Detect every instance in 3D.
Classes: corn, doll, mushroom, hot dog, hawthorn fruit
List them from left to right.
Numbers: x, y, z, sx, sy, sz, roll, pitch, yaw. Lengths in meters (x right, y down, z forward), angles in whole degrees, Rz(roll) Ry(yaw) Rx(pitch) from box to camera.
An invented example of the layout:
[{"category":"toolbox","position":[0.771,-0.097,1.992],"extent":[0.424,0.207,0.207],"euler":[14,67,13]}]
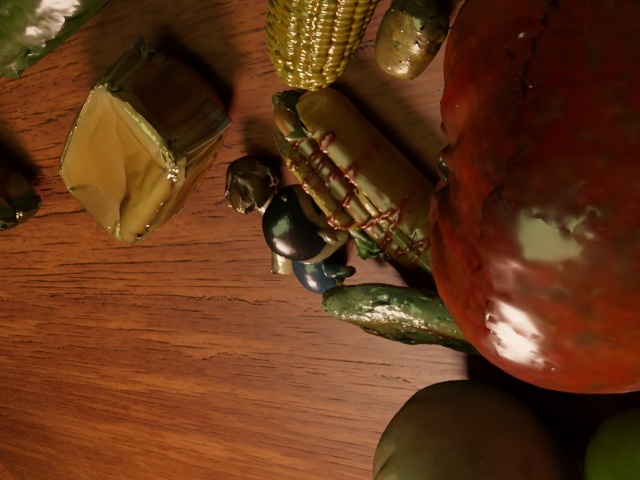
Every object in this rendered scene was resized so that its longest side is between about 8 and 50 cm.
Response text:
[{"category":"mushroom","position":[-0.059,-0.015,1.007],"extent":[0.060,0.061,0.187],"euler":[13,143,27]},{"category":"doll","position":[0.000,0.000,0.942],"extent":[0.102,0.089,0.179],"euler":[48,179,38]},{"category":"corn","position":[0.009,-0.210,0.678],"extent":[0.091,0.091,0.260],"euler":[4,150,-8]},{"category":"hot dog","position":[0.044,-0.042,0.856],"extent":[0.250,0.076,0.104],"euler":[44,148,-10]},{"category":"mushroom","position":[0.145,0.275,0.948],"extent":[0.356,0.315,0.315],"euler":[30,146,30]},{"category":"hawthorn fruit","position":[0.211,-0.041,0.545],"extent":[0.307,0.276,0.276],"euler":[7,136,21]}]

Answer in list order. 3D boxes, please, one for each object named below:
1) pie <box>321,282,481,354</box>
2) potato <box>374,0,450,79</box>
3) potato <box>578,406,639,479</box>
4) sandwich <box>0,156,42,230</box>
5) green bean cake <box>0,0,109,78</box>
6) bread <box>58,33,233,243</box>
[{"category":"pie","position":[0.091,0.077,0.908],"extent":[0.187,0.041,0.187],"euler":[11,168,2]},{"category":"potato","position":[0.070,-0.159,0.722],"extent":[0.051,0.040,0.083],"euler":[48,147,10]},{"category":"potato","position":[0.346,0.245,0.832],"extent":[0.186,0.148,0.253],"euler":[-37,98,23]},{"category":"sandwich","position":[-0.475,-0.085,1.300],"extent":[0.185,0.109,0.160],"euler":[-1,109,47]},{"category":"green bean cake","position":[-0.296,-0.290,0.825],"extent":[0.250,0.156,0.247],"euler":[51,147,-16]},{"category":"bread","position":[-0.186,-0.098,0.985],"extent":[0.136,0.107,0.241],"euler":[44,146,-1]}]
